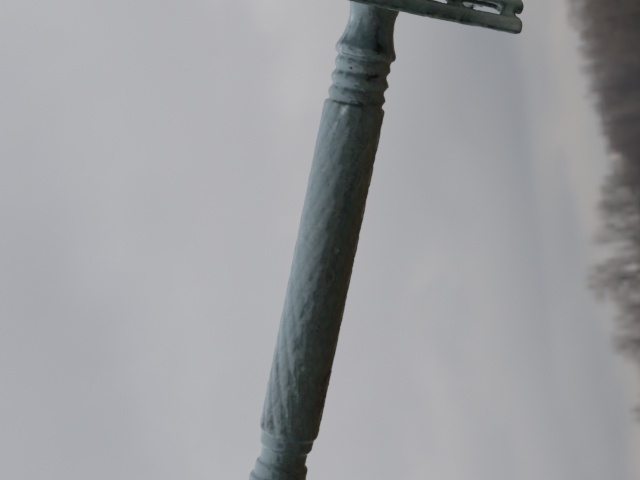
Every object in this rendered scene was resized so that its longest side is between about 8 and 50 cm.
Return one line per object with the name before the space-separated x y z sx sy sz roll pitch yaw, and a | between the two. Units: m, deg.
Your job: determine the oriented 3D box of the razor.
razor | 0.000 0.000 0.630 0.068 0.106 0.232 -138 59 -71
